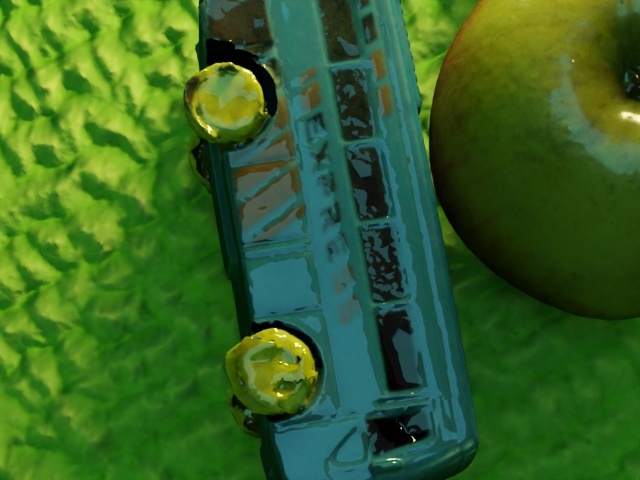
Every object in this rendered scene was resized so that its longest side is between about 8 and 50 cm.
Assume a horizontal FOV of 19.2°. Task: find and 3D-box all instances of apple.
[{"bbox_3d":[0.195,-0.078,1.299,0.261,0.194,0.261,1,78,-3],"label":"apple"}]

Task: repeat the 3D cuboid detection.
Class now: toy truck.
[{"bbox_3d":[0.000,0.000,1.295,0.162,0.161,0.385,-8,76,-6],"label":"toy truck"}]
